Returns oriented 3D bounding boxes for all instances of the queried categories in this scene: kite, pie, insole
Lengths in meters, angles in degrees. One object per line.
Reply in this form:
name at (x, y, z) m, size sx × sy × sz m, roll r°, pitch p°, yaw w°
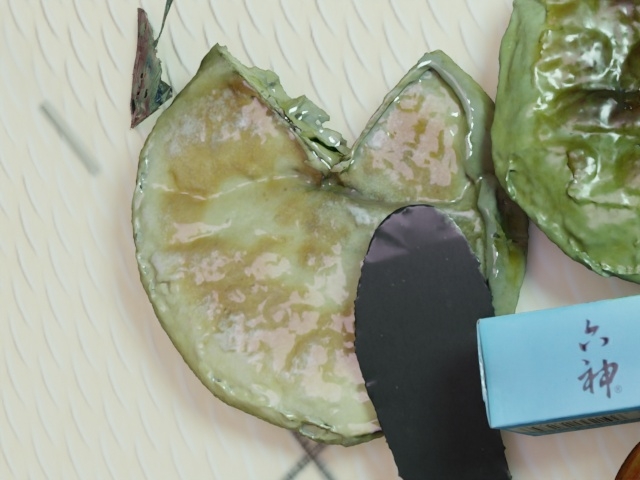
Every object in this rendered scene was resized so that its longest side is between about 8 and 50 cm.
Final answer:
kite at (-0.135, -0.154, 1.442) m, size 0.139 × 0.011 × 0.157 m, roll -113°, pitch 37°, yaw -46°
pie at (0.260, -0.102, 1.289) m, size 0.306 × 0.071 × 0.306 m, roll -4°, pitch 72°, yaw 11°
pie at (0.000, 0.000, 1.380) m, size 0.337 × 0.075 × 0.338 m, roll -1°, pitch 87°, yaw 18°
insole at (0.094, 0.126, 1.313) m, size 0.110 × 0.012 × 0.310 m, roll -15°, pitch 94°, yaw 10°

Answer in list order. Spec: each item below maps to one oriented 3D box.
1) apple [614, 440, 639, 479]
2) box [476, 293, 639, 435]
apple at (0.294, 0.229, 1.151) m, size 0.253 × 0.253 × 0.254 m, roll -3°, pitch 81°, yaw 19°
box at (0.239, 0.083, 1.246) m, size 0.232 × 0.142 × 0.083 m, roll -11°, pitch 78°, yaw 18°
